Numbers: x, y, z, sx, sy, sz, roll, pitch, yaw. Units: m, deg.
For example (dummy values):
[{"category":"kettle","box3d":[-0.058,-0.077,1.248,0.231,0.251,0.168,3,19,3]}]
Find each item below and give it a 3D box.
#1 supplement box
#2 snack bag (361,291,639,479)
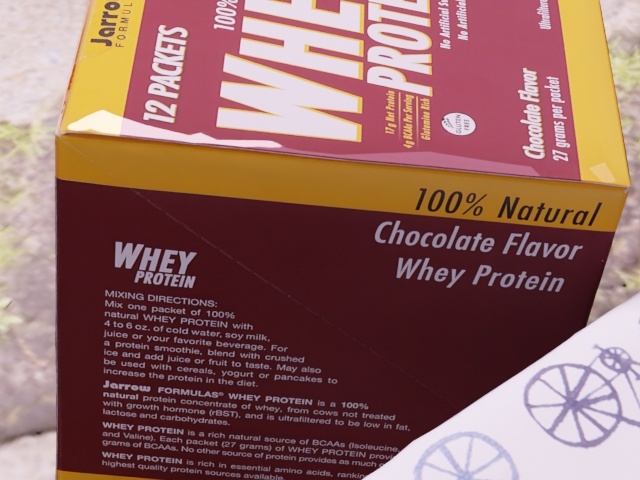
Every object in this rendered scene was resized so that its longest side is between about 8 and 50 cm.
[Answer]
[{"category":"supplement box","box3d":[0.000,0.000,0.629,0.191,0.194,0.129,5,43,-3]},{"category":"snack bag","box3d":[0.197,0.140,0.465,0.323,0.037,0.342,-27,60,-34]}]
